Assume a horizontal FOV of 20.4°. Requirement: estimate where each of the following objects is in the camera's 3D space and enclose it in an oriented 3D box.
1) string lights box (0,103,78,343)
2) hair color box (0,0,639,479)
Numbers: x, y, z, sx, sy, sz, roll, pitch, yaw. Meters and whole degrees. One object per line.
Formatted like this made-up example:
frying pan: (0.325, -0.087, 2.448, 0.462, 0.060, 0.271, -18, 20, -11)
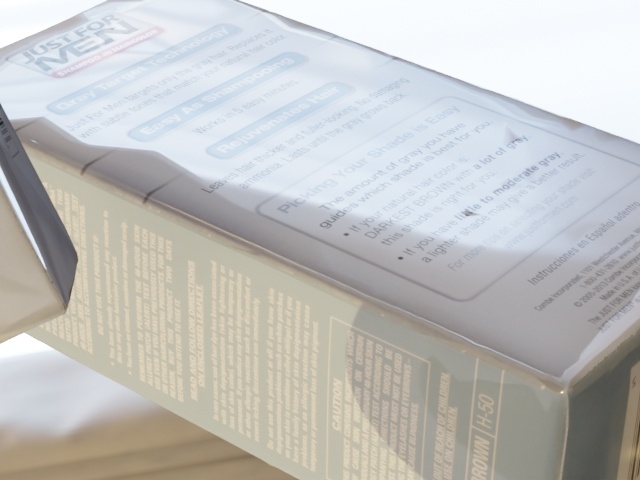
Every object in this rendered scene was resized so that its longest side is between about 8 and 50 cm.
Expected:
string lights box: (-0.192, 0.009, 0.339, 0.133, 0.260, 0.077, 63, 178, -10)
hair color box: (0.000, 0.000, 0.824, 0.185, 0.374, 0.113, -32, -45, -42)
